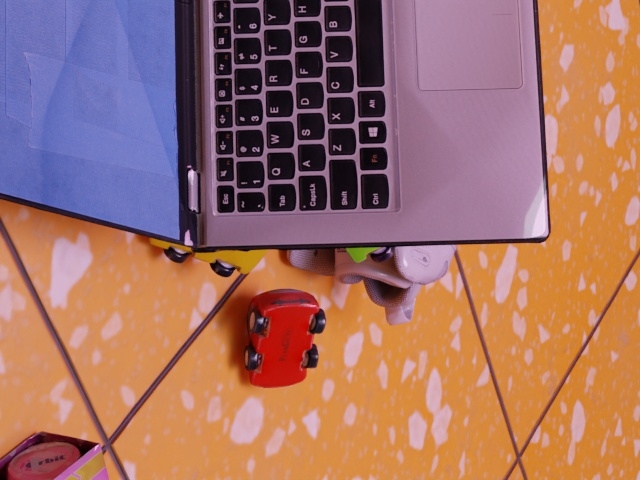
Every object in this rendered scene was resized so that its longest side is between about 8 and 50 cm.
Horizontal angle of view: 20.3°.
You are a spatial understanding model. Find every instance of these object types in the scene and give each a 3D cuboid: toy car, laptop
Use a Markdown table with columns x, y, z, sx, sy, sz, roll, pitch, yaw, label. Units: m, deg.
| x | y | z | sx | sy | sz | roll | pitch | yaw | label |
| --- | --- | --- | --- | --- | --- | --- | --- | --- | --- |
| 0.000 | 0.000 | 1.437 | 0.239 | 0.225 | 0.053 | 57 | 10 | -43 | toy car |
| -0.040 | -0.201 | 1.223 | 0.236 | 0.408 | 0.381 | 94 | -5 | -78 | laptop |

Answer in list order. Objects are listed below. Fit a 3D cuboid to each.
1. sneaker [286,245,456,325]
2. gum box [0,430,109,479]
| x | y | z | sx | sy | sz | roll | pitch | yaw | label |
| --- | --- | --- | --- | --- | --- | --- | --- | --- | --- |
| 0.045 | -0.089 | 1.515 | 0.366 | 0.137 | 0.210 | 57 | 47 | -48 | sneaker |
| -0.221 | 0.227 | 1.233 | 0.188 | 0.062 | 0.107 | -38 | 126 | -48 | gum box |
